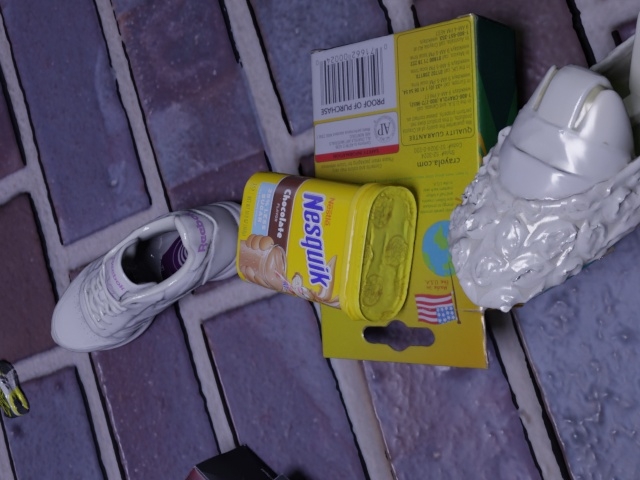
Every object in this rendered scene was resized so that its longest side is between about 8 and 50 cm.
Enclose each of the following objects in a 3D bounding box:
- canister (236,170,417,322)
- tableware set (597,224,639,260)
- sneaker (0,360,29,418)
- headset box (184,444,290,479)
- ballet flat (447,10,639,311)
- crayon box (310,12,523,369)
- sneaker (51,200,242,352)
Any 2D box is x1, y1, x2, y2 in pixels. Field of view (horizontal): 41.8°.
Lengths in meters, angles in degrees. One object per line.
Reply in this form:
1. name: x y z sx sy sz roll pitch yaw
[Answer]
1. canister: 0.000 0.000 0.806 0.170 0.073 0.126 12 98 42
2. tableware set: 0.260 -0.049 0.795 0.194 0.039 0.128 -34 66 17
3. sneaker: -0.427 0.203 1.131 0.035 0.031 0.083 -32 77 23
4. headset box: -0.094 0.392 0.926 0.218 0.110 0.293 38 106 21
5. ballet flat: 0.246 -0.119 0.660 0.409 0.147 0.147 -40 73 -2
6. crayon box: 0.091 -0.041 0.827 0.202 0.081 0.318 -2 89 41
7. sneaker: -0.224 0.041 0.967 0.305 0.152 0.114 -33 79 24
